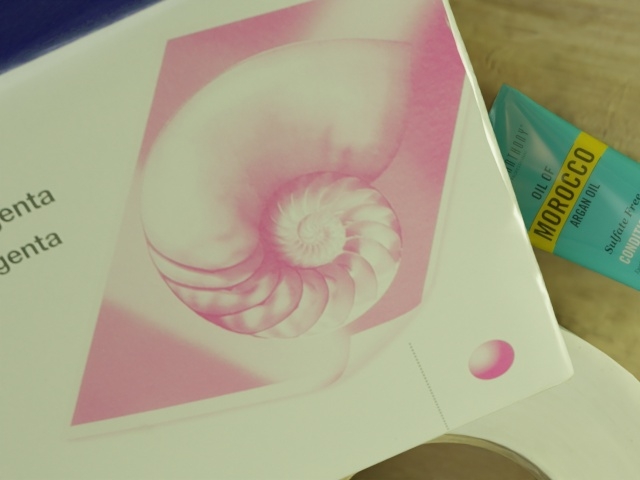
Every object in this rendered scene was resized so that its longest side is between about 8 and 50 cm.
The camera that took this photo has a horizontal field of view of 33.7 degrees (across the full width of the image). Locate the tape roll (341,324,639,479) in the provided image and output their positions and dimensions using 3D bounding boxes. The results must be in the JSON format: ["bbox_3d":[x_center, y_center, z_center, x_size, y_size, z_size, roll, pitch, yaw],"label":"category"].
[{"bbox_3d":[0.064,0.170,0.576,0.286,0.100,0.286,0,91,2],"label":"tape roll"}]

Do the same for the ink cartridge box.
[{"bbox_3d":[-0.094,-0.011,0.421,0.324,0.071,0.330,-24,122,3],"label":"ink cartridge box"}]

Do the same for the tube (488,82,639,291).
[{"bbox_3d":[0.175,-0.005,0.575,0.207,0.052,0.080,28,99,14],"label":"tube"}]
